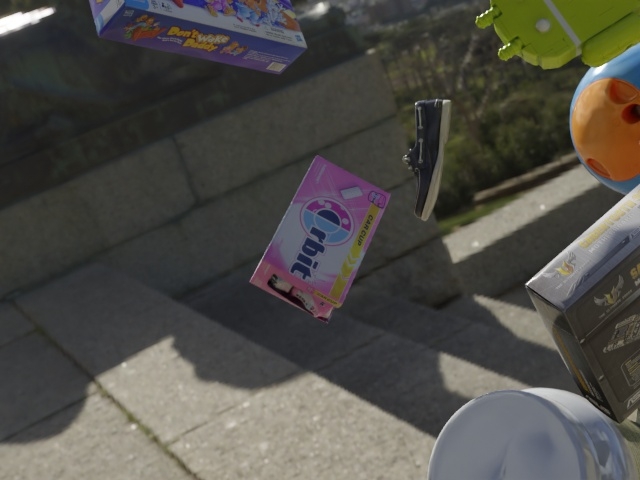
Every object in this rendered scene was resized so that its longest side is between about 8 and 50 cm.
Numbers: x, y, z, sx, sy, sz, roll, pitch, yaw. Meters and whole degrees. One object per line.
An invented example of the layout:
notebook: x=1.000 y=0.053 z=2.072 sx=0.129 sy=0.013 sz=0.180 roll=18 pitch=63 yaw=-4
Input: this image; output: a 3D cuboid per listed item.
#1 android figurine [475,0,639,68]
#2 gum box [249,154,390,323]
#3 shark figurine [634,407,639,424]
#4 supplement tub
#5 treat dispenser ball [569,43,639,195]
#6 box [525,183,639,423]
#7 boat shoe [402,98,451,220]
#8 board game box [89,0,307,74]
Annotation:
android figurine: x=0.360 y=-0.360 z=1.438 sx=0.273 sy=0.248 sz=0.056 roll=-30 pitch=-17 yaw=5
gum box: x=0.000 y=0.000 z=1.210 sx=0.188 sy=0.107 sz=0.062 roll=-64 pitch=4 yaw=-35
shark figurine: x=0.432 y=0.166 z=1.437 sx=0.278 sy=0.166 sz=0.116 roll=31 pitch=31 yaw=8
supplement tub: x=0.300 y=0.310 z=1.197 sx=0.235 sy=0.325 sz=0.235 roll=-18 pitch=60 yaw=35
treat dispenser ball: x=0.597 y=-0.219 z=1.793 sx=0.288 sy=0.288 sz=0.288 roll=-19 pitch=17 yaw=6
box: x=0.318 y=0.036 z=0.924 sx=0.231 sy=0.183 sz=0.056 roll=-41 pitch=37 yaw=-6
boat shoe: x=0.170 y=-0.134 z=1.635 sx=0.065 sy=0.206 sz=0.075 roll=9 pitch=-8 yaw=12
board game box: x=-0.202 y=-0.398 z=1.532 sx=0.347 sy=0.233 sz=0.078 roll=2 pitch=-29 yaw=-45
